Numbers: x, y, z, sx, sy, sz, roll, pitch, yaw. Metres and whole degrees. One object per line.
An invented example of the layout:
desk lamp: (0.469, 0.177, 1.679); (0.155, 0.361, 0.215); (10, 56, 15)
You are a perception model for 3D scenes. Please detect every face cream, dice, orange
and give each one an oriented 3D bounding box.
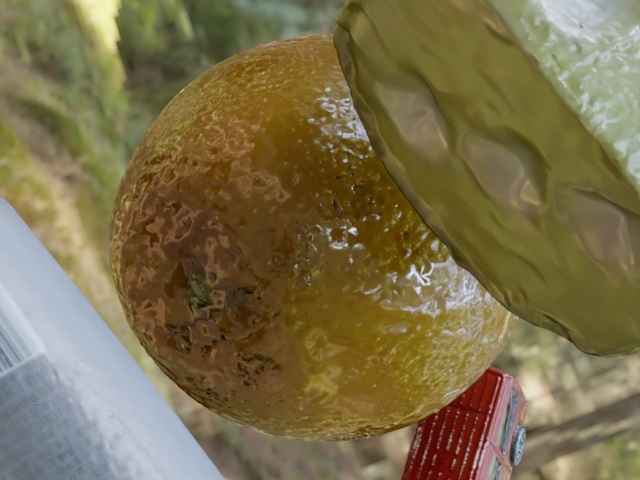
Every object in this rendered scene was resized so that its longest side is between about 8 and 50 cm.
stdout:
face cream: (-0.073, 0.115, 0.650); (0.269, 0.107, 0.073); (54, 1, 12)
dice: (0.164, -0.098, 0.977); (0.233, 0.227, 0.238); (50, -17, -3)
orange: (0.000, 0.000, 1.237); (0.274, 0.274, 0.274); (160, -90, -76)

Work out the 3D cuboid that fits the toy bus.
toy bus: (0.097, 0.192, 1.466); (0.089, 0.081, 0.195); (64, 42, -63)
